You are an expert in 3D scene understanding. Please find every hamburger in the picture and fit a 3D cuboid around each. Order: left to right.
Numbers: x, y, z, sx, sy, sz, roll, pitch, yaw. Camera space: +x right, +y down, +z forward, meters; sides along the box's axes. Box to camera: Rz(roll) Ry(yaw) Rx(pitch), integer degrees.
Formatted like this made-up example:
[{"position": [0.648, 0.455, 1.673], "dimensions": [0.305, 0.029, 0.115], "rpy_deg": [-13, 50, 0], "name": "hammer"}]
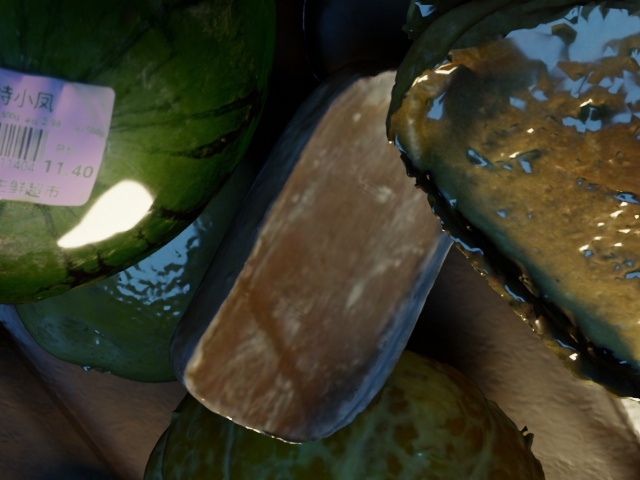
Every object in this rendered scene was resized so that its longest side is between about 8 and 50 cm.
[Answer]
[{"position": [0.210, -0.058, 0.809], "dimensions": [0.277, 0.195, 0.318], "rpy_deg": [-24, 116, 33], "name": "hamburger"}]

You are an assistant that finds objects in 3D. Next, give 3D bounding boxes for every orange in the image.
[{"position": [0.015, 0.229, 1.087], "dimensions": [0.329, 0.249, 0.329], "rpy_deg": [8, 121, 14], "name": "orange"}]

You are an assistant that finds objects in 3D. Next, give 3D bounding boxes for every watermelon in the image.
[{"position": [-0.196, -0.131, 0.834], "dimensions": [0.363, 0.363, 0.363], "rpy_deg": [12, 130, 15], "name": "watermelon"}]

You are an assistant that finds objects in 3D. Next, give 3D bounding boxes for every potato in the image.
[{"position": [-0.115, 0.005, 1.030], "dimensions": [0.174, 0.159, 0.251], "rpy_deg": [18, 128, -37], "name": "potato"}]

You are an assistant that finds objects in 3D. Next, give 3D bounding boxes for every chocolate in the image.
[{"position": [0.000, 0.000, 0.939], "dimensions": [0.157, 0.254, 0.080], "rpy_deg": [30, 180, -38], "name": "chocolate"}]
